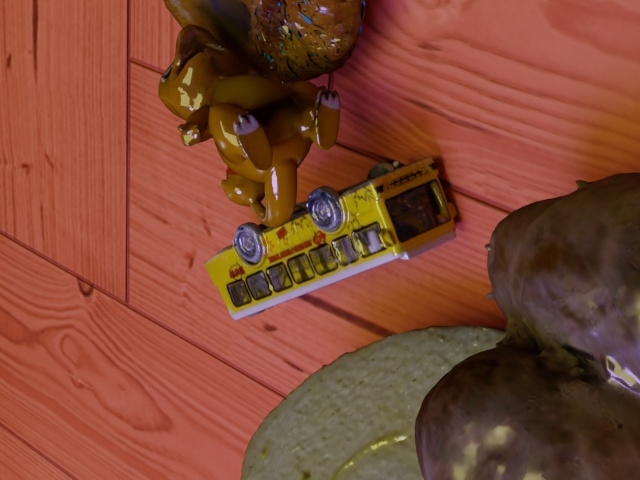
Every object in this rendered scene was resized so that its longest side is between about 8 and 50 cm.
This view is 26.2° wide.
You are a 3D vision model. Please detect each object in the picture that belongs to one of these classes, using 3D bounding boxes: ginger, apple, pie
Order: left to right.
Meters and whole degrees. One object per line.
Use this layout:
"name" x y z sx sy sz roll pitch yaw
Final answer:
"pie" -0.067 -0.218 1.014 0.273 0.069 0.273 43 161 18
"apple" 0.108 0.199 0.954 0.346 0.179 0.254 2 114 36
"ginger" 0.169 0.100 0.800 0.245 0.155 0.304 28 94 33

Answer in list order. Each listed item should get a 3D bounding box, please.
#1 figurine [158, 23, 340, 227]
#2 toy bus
"figurine" -0.062 -0.082 1.023 0.176 0.121 0.122 43 144 44
"toy bus" 0.000 0.000 1.059 0.226 0.081 0.074 -23 89 48
